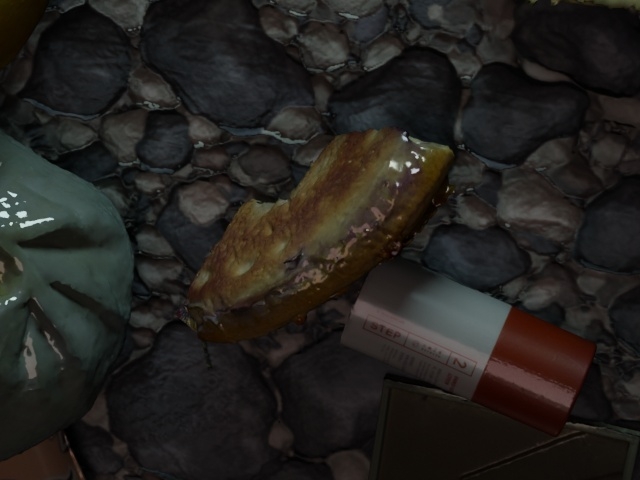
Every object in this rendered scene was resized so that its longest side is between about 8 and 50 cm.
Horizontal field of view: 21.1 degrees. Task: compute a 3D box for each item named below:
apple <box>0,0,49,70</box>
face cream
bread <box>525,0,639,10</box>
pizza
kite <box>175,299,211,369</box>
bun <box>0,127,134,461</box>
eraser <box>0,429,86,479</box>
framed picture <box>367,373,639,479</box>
[{"bbox_3d":[-0.391,-0.299,1.463,0.374,0.384,0.374,1,148,0],"label":"apple"},{"bbox_3d":[0.134,0.093,1.559,0.214,0.096,0.096,24,114,6],"label":"face cream"},{"bbox_3d":[0.318,-0.321,1.295,0.405,0.242,0.345,7,108,10],"label":"bread"},{"bbox_3d":[0.000,0.000,1.546,0.305,0.161,0.085,-36,123,25],"label":"pizza"},{"bbox_3d":[-0.111,0.086,1.678,0.044,0.002,0.078,-27,99,23],"label":"kite"},{"bbox_3d":[-0.343,0.055,1.564,0.354,0.194,0.354,1,87,-13],"label":"bun"},{"bbox_3d":[-0.327,0.253,1.728,0.087,0.171,0.290,3,118,62],"label":"eraser"},{"bbox_3d":[0.167,0.236,1.645,0.250,0.016,0.184,11,111,12],"label":"framed picture"}]
